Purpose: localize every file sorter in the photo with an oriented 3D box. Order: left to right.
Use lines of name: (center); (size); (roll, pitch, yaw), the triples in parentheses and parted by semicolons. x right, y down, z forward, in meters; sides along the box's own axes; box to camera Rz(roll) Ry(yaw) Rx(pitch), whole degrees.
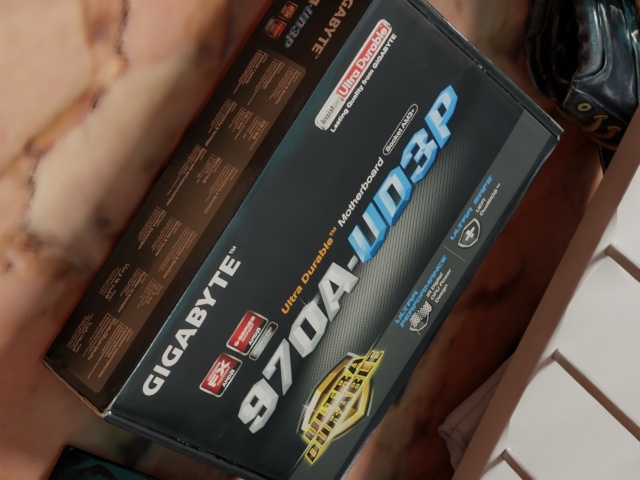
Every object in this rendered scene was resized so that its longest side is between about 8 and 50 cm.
file sorter: (0.222, 0.099, 0.889); (0.192, 0.173, 0.278); (6, 117, -38)

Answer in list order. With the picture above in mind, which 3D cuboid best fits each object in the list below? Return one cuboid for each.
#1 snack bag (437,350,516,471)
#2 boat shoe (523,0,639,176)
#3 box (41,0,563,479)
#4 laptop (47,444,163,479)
snack bag: (0.236, 0.072, 1.087); (0.342, 0.037, 0.323); (-48, 140, -9)
boat shoe: (0.146, -0.073, 0.881); (0.083, 0.065, 0.183); (-25, 129, -23)
box: (0.000, 0.000, 0.775); (0.220, 0.051, 0.175); (-57, 141, 0)
laptop: (-0.074, 0.224, 0.878); (0.234, 0.136, 0.264); (-62, 167, 7)
